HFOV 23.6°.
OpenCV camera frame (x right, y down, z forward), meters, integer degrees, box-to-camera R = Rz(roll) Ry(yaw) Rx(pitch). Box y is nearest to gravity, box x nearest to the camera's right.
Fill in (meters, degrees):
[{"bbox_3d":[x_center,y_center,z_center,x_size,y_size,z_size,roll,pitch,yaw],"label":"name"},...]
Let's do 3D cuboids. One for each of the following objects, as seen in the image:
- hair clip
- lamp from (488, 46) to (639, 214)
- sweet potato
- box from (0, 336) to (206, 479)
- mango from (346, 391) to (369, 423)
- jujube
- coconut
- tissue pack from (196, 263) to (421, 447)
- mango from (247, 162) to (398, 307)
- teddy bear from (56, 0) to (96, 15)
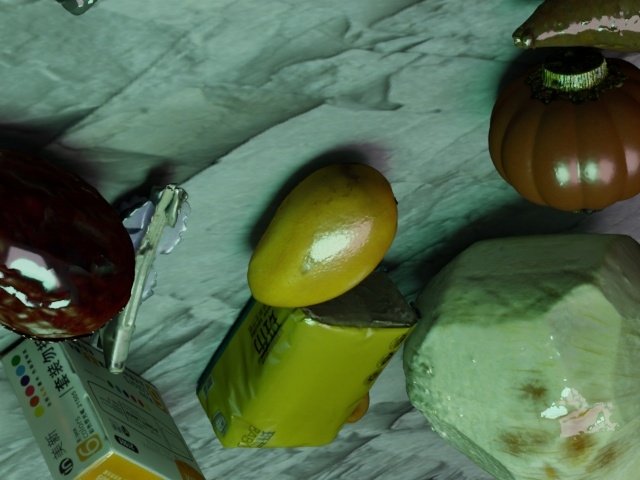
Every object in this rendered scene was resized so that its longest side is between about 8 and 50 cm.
[{"bbox_3d":[-0.221,0.037,1.791,0.106,0.084,0.292,2,131,-30],"label":"hair clip"},{"bbox_3d":[0.310,-0.129,1.821,0.223,0.223,0.196,-20,122,-12],"label":"lamp"},{"bbox_3d":[0.376,-0.273,1.764,0.336,0.131,0.131,-23,145,-7],"label":"sweet potato"},{"bbox_3d":[-0.258,0.243,1.902,0.091,0.221,0.274,-37,147,6],"label":"box"},{"bbox_3d":[0.033,0.221,2.218,0.080,0.060,0.114,10,134,-22],"label":"mango"},{"bbox_3d":[-0.299,0.004,1.600,0.183,0.183,0.243,-37,138,12],"label":"jujube"},{"bbox_3d":[0.327,0.163,2.048,0.415,0.345,0.415,8,168,2],"label":"coconut"},{"bbox_3d":[-0.019,0.156,2.031,0.192,0.134,0.271,2,135,-35],"label":"tissue pack"},{"bbox_3d":[0.000,0.000,1.852,0.219,0.112,0.145,-43,120,16],"label":"mango"},{"bbox_3d":[-0.263,-0.271,1.289,0.144,0.171,0.251,-26,158,34],"label":"teddy bear"}]
